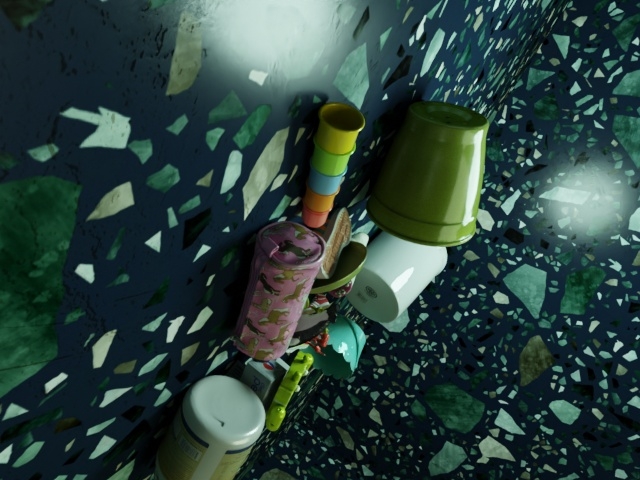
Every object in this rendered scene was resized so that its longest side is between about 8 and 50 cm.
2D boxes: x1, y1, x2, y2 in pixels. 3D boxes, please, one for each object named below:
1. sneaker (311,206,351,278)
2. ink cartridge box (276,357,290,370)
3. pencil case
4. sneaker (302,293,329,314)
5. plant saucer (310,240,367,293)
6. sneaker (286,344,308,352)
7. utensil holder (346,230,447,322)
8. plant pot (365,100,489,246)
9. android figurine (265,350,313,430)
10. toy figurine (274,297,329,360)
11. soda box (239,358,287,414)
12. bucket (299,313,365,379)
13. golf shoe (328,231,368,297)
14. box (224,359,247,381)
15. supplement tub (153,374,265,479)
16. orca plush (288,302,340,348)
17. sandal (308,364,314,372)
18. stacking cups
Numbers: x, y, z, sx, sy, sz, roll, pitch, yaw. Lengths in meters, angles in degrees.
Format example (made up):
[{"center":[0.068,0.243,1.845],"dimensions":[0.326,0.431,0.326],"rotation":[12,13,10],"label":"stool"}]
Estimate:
[{"center":[0.000,0.000,1.216],"dimensions":[0.302,0.121,0.108],"rotation":[-59,136,-52],"label":"sneaker"},{"center":[-0.178,0.490,1.643],"dimensions":[0.060,0.104,0.180],"rotation":[-40,158,-40],"label":"ink cartridge box"},{"center":[-0.111,0.131,1.054],"dimensions":[0.167,0.160,0.386],"rotation":[-63,176,-52],"label":"pencil case"},{"center":[-0.030,0.244,1.698],"dimensions":[0.118,0.067,0.042],"rotation":[-14,150,-18],"label":"sneaker"},{"center":[0.021,0.078,1.213],"dimensions":[0.241,0.241,0.037],"rotation":[-42,120,-36],"label":"plant saucer"},{"center":[-0.081,0.379,1.732],"dimensions":[0.094,0.081,0.208],"rotation":[-61,161,15],"label":"sneaker"},{"center":[0.323,0.127,1.926],"dimensions":[0.385,0.327,0.327],"rotation":[-39,158,-35],"label":"utensil holder"},{"center":[0.353,-0.229,1.357],"dimensions":[0.366,0.366,0.353],"rotation":[-36,143,-46],"label":"plant pot"},{"center":[-0.094,0.449,1.330],"dimensions":[0.248,0.056,0.273],"rotation":[-55,171,-51],"label":"android figurine"},{"center":[-0.113,0.319,1.374],"dimensions":[0.217,0.191,0.362],"rotation":[-40,157,-26],"label":"toy figurine"},{"center":[-0.210,0.488,1.321],"dimensions":[0.091,0.098,0.286],"rotation":[-15,134,-61],"label":"soda box"},{"center":[0.063,0.478,1.997],"dimensions":[0.183,0.281,0.281],"rotation":[-52,165,-39],"label":"bucket"},{"center":[0.107,0.094,1.645],"dimensions":[0.140,0.115,0.306],"rotation":[-42,160,-45],"label":"golf shoe"},{"center":[-0.270,0.467,1.410],"dimensions":[0.126,0.072,0.137],"rotation":[-49,162,-15],"label":"box"},{"center":[-0.314,0.560,1.201],"dimensions":[0.316,0.228,0.228],"rotation":[-60,162,20],"label":"supplement tub"},{"center":[-0.068,0.255,1.260],"dimensions":[0.287,0.151,0.102],"rotation":[-27,137,9],"label":"orca plush"},{"center":[-0.041,0.583,2.261],"dimensions":[0.102,0.076,0.265],"rotation":[-45,-172,19],"label":"sandal"},{"center":[0.005,-0.150,0.969],"dimensions":[0.096,0.096,0.316],"rotation":[-42,164,-36],"label":"stacking cups"}]
